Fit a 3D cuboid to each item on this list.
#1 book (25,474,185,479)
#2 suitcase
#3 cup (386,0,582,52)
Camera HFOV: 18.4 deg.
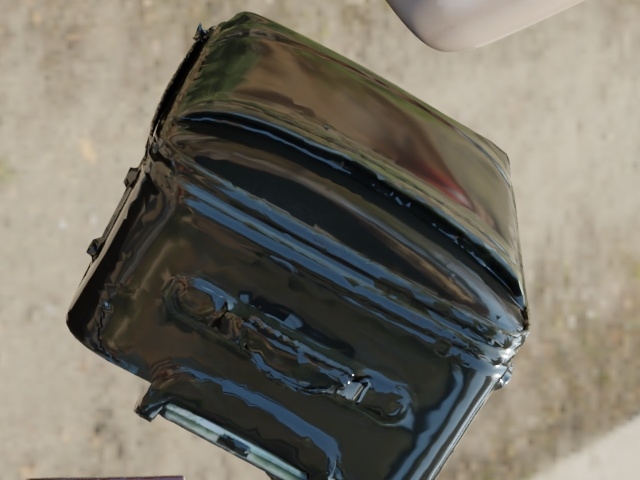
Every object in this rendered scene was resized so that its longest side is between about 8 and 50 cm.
[{"bbox_3d":[-0.200,0.337,1.845,0.162,0.022,0.232,2,85,-29],"label":"book"},{"bbox_3d":[0.000,0.000,1.322,0.194,0.283,0.434,-60,-174,19],"label":"suitcase"},{"bbox_3d":[0.094,-0.242,1.075,0.253,0.200,0.191,55,16,-23],"label":"cup"}]
